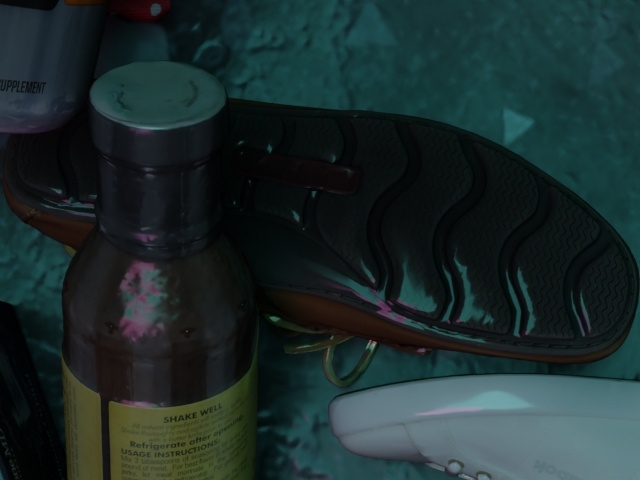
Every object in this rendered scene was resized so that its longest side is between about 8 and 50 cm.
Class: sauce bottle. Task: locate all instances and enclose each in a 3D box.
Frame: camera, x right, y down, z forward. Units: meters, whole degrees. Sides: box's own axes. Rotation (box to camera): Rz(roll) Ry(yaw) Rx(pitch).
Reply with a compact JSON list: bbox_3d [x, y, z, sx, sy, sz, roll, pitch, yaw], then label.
[{"bbox_3d":[-0.086,0.068,0.965,0.111,0.111,0.344,10,126,7],"label":"sauce bottle"}]

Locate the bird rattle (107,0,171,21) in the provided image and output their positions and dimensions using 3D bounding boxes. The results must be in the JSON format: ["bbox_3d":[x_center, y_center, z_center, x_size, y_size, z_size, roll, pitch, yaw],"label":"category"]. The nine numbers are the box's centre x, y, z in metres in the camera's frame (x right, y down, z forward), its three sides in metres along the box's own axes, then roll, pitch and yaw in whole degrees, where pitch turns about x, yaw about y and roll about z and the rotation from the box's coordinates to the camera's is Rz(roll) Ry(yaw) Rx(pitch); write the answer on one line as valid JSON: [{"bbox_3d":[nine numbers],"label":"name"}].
[{"bbox_3d":[-0.127,-0.264,1.096,0.207,0.143,0.254,-21,85,-13],"label":"bird rattle"}]

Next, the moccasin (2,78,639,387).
[{"bbox_3d":[-0.001,0.003,1.052,0.380,0.147,0.139,7,70,10],"label":"moccasin"}]

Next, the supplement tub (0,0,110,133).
[{"bbox_3d":[-0.191,-0.241,0.929,0.207,0.207,0.338,15,103,7],"label":"supplement tub"}]

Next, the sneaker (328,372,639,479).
[{"bbox_3d":[0.146,0.141,1.027,0.290,0.106,0.123,3,81,5],"label":"sneaker"}]

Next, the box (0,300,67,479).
[{"bbox_3d":[-0.217,0.118,1.040,0.093,0.158,0.156,-21,83,3],"label":"box"}]
